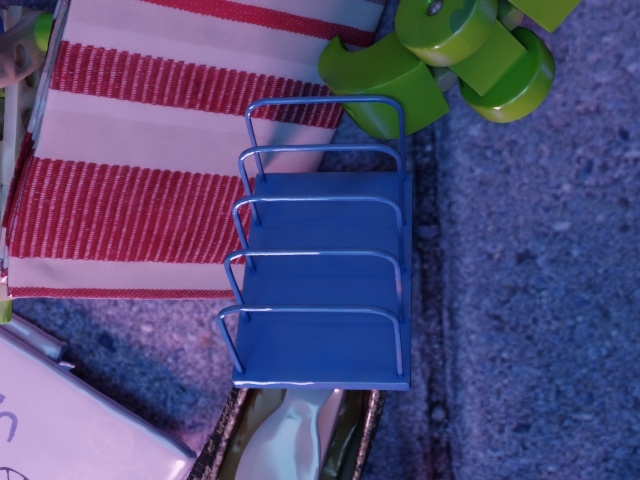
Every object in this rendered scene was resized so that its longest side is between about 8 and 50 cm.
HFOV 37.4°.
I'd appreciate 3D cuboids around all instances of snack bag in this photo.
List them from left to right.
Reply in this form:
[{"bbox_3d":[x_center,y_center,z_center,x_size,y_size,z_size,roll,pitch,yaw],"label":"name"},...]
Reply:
[{"bbox_3d":[-0.316,0.217,0.928,0.342,0.037,0.323,32,116,-1],"label":"snack bag"}]

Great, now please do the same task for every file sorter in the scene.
[{"bbox_3d":[0.000,0.000,0.626,0.118,0.170,0.104,-1,148,7],"label":"file sorter"}]

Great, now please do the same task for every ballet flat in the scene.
[{"bbox_3d":[-0.044,0.227,0.789,0.163,0.182,0.483,16,115,2],"label":"ballet flat"}]

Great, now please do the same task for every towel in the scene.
[{"bbox_3d":[-0.086,-0.098,0.678,0.237,0.037,0.329,4,121,-35],"label":"towel"}]

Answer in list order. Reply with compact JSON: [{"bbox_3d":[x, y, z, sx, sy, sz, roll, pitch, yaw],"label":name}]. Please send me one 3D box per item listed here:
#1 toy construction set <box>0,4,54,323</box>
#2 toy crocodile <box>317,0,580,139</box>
[{"bbox_3d":[-0.273,-0.052,0.699,0.151,0.215,0.328,21,100,15],"label":"toy construction set"},{"bbox_3d":[0.144,-0.190,0.621,0.340,0.105,0.115,-43,139,18],"label":"toy crocodile"}]
